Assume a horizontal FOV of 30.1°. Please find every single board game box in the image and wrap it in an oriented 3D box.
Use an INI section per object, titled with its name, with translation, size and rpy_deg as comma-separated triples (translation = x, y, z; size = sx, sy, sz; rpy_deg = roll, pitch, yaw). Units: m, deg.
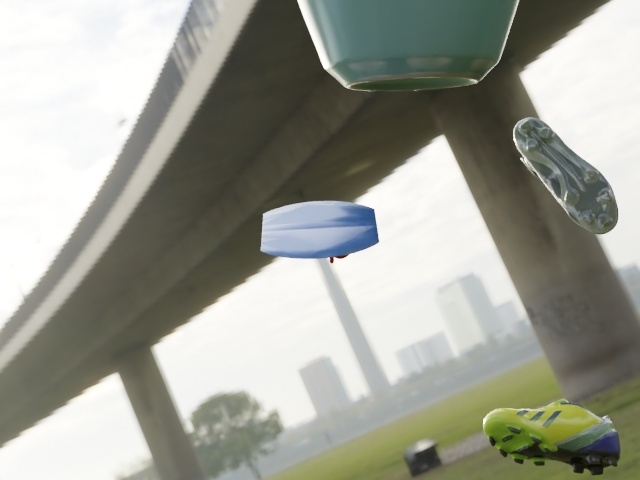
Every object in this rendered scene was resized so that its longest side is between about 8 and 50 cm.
[board game box]
translation = 0.000, 0.000, 1.376
size = 0.133, 0.033, 0.168
rpy_deg = -3, 24, 0

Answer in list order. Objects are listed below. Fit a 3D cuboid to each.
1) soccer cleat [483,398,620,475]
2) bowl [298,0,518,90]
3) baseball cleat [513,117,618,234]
[soccer cleat]
translation = 0.396, 0.325, 2.062
size = 0.289, 0.121, 0.093
rpy_deg = 17, -38, -26
[bowl]
translation = 0.113, -0.279, 1.518
size = 0.312, 0.163, 0.311
rpy_deg = -2, 3, 0
[baseball cleat]
translation = 0.350, -0.087, 1.677
size = 0.072, 0.206, 0.109
rpy_deg = -34, -20, 4
